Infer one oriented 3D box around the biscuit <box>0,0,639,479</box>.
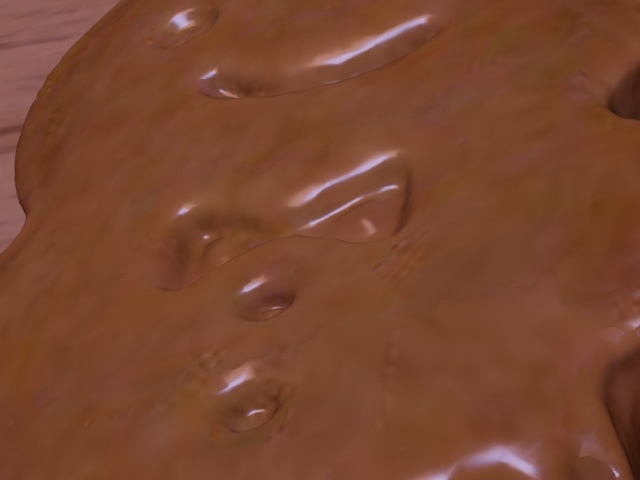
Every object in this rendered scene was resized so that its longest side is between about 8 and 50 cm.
[{"bbox_3d":[-0.001,-0.002,0.506,0.275,0.052,0.355,-9,40,21],"label":"biscuit"}]
